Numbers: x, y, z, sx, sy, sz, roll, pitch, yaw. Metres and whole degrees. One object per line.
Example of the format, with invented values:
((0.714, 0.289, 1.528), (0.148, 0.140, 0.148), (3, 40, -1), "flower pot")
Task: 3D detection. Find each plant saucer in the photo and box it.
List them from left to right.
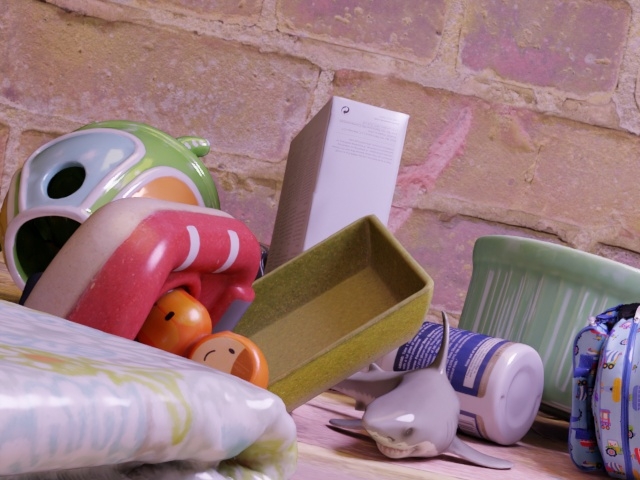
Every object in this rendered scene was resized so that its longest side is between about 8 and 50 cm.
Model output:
((-0.007, 0.068, 0.923), (0.045, 0.188, 0.188), (60, -1, -22), "plant saucer")

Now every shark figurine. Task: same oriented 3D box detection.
((0.065, 0.108, 0.965), (0.166, 0.116, 0.278), (14, 1, -21), "shark figurine")

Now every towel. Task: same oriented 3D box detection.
((-0.233, 0.051, 0.425), (0.321, 0.090, 0.374), (15, 1, 29), "towel")

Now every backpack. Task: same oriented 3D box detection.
((0.270, 0.135, 0.982), (0.117, 0.158, 0.173), (3, 8, 23), "backpack")

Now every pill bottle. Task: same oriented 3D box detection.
((0.116, 0.127, 1.100), (0.169, 0.094, 0.094), (12, -1, 37), "pill bottle")

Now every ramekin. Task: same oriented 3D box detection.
((0.283, 0.116, 1.223), (0.304, 0.148, 0.303), (21, -6, 2), "ramekin")

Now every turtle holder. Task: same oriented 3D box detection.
((-0.290, -0.027, 1.400), (0.320, 0.243, 0.227), (24, 25, 10), "turtle holder")

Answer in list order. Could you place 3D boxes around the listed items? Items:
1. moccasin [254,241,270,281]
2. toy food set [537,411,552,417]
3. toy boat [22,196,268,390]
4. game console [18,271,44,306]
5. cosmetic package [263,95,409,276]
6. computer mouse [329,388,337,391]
((-0.030, 0.083, 1.852), (0.380, 0.139, 0.147), (12, -2, 15), "moccasin")
((0.369, 0.213, 1.385), (0.192, 0.038, 0.132), (12, -1, 39), "toy food set")
((-0.100, 0.065, 0.809), (0.151, 0.151, 0.231), (39, 12, 19), "toy boat")
((-0.205, 0.071, 0.980), (0.122, 0.107, 0.071), (13, -29, 1), "game console")
((0.000, 0.000, 1.421), (0.098, 0.284, 0.377), (14, -4, -8), "cosmetic package")
((0.074, 0.147, 1.199), (0.242, 0.041, 0.071), (11, 0, 14), "computer mouse")
